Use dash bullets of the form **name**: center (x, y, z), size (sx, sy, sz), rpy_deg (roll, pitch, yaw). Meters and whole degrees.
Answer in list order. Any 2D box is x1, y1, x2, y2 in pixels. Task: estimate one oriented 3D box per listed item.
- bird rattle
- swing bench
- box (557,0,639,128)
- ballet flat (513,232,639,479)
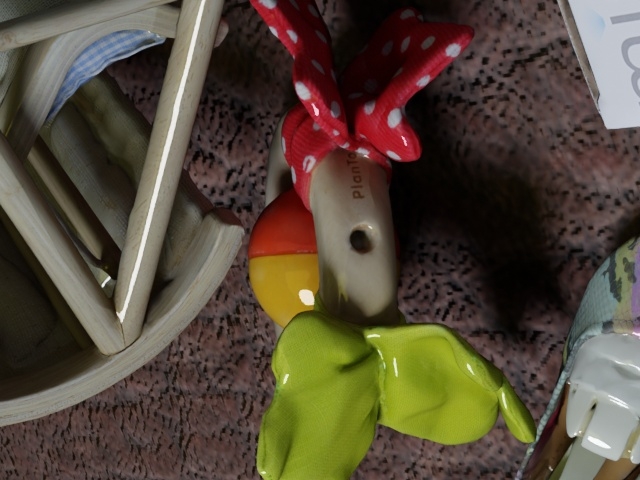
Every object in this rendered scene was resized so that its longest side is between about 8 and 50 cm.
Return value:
- **bird rattle**: center (0.000, 0.000, 0.843), size (0.207, 0.143, 0.253), rpy_deg (154, 103, -73)
- **swing bench**: center (-0.159, -0.088, 0.869), size (0.253, 0.165, 0.254), rpy_deg (50, 151, 43)
- **box**: center (0.147, -0.198, 0.497), size (0.127, 0.231, 0.262), rpy_deg (-5, 111, 47)
- **ballet flat**: center (0.136, 0.093, 0.816), size (0.077, 0.079, 0.221), rpy_deg (29, 134, 13)
